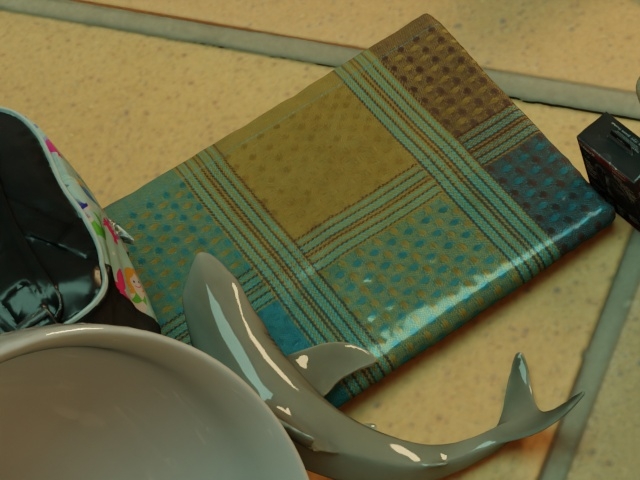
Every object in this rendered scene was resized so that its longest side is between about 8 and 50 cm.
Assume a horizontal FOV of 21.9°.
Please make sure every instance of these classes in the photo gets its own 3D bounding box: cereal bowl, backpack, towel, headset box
[{"bbox_3d":[-0.169,0.214,1.016,0.141,0.339,0.339,3,54,53],"label":"cereal bowl"},{"bbox_3d":[-0.243,0.038,1.173,0.225,0.191,0.253,-33,55,-1],"label":"backpack"},{"bbox_3d":[0.000,0.000,1.261,0.370,0.040,0.271,-32,54,-6],"label":"towel"},{"bbox_3d":[0.220,-0.049,1.191,0.032,0.083,0.062,-39,53,-9],"label":"headset box"}]

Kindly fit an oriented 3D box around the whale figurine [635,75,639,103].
[{"bbox_3d":[0.316,-0.044,1.080,0.141,0.216,0.272,-55,36,24],"label":"whale figurine"}]

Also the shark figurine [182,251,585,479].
[{"bbox_3d":[0.021,0.124,1.109,0.278,0.116,0.166,17,86,2],"label":"shark figurine"}]
